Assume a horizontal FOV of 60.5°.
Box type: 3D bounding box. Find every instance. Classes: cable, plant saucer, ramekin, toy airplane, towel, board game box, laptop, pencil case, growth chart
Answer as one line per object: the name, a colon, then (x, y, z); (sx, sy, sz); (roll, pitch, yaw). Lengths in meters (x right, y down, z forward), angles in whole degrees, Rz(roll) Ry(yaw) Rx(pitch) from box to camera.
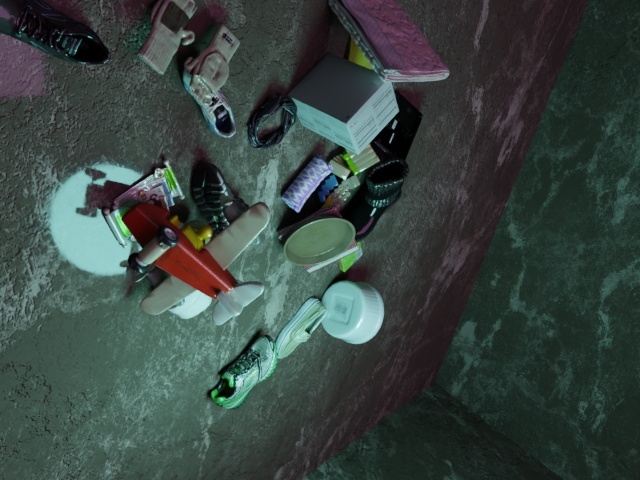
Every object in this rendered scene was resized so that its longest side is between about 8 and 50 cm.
cable: (-0.149, -0.355, 1.683); (0.184, 0.047, 0.150); (-51, 154, -3)
plant saucer: (-0.008, -0.003, 2.003); (0.277, 0.041, 0.278); (-15, 147, -10)
ramekin: (0.126, 0.305, 2.388); (0.135, 0.277, 0.277); (21, 101, -49)
toy airplane: (-0.334, 0.048, 1.544); (0.385, 0.272, 0.385); (-2, 126, -7)
towel: (0.176, -0.633, 1.854); (0.237, 0.021, 0.102); (-11, 114, -41)
board game box: (0.114, 0.015, 2.332); (0.124, 0.039, 0.259); (-43, 147, -20)
towel: (0.215, -0.622, 1.672); (0.317, 0.332, 0.053); (-17, 160, -43)
laptop: (0.300, -0.412, 2.170); (0.264, 0.136, 0.234); (32, 74, -33)
pencil case: (-0.044, -0.195, 1.905); (0.206, 0.088, 0.086); (-51, 144, -6)
towel: (0.000, 0.000, 2.080); (0.237, 0.037, 0.329); (-25, 146, 7)
growth chart: (-0.478, -0.095, 1.501); (0.237, 0.021, 0.172); (-43, 146, -18)

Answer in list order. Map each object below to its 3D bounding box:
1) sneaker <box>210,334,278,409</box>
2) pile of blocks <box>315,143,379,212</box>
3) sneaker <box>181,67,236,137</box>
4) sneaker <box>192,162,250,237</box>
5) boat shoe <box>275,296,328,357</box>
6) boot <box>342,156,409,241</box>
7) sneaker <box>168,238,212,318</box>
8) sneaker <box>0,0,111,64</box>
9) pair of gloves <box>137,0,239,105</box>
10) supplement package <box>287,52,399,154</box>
sneaker: (-0.295, 0.520, 2.154); (0.344, 0.134, 0.146); (-56, 146, 1)
pile of blocks: (0.073, -0.230, 2.034); (0.362, 0.149, 0.113); (-55, -169, 15)
sneaker: (-0.286, -0.370, 1.451); (0.085, 0.086, 0.237); (-45, 144, -14)
sneaker: (-0.291, -0.124, 1.669); (0.162, 0.106, 0.282); (-58, 144, -54)
boat shoe: (-0.087, 0.383, 2.336); (0.302, 0.094, 0.109); (-55, 147, -2)
boot: (0.196, -0.155, 2.125); (0.348, 0.131, 0.260); (-49, 169, -10)
sneaker: (-0.378, 0.117, 1.754); (0.292, 0.108, 0.169); (-51, 160, -14)
sneaker: (-0.535, -0.420, 1.077); (0.267, 0.106, 0.101); (9, 112, -53)
pair of gloves: (-0.316, -0.465, 1.323); (0.240, 0.042, 0.204); (28, 76, -48)
supplement package: (0.070, -0.427, 1.692); (0.204, 0.261, 0.145); (-48, 146, -11)
